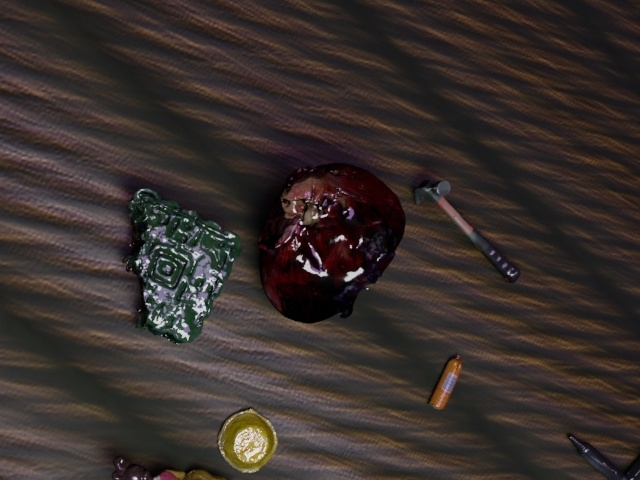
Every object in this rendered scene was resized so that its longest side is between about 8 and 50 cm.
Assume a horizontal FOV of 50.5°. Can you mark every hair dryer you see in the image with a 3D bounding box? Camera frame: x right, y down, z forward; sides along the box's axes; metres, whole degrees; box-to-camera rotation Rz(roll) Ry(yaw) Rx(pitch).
[{"bbox_3d":[0.581,0.439,1.362,0.173,0.050,0.195,-39,96,-21],"label":"hair dryer"}]

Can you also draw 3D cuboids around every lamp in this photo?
[{"bbox_3d":[-0.215,0.412,1.043,0.253,0.118,0.118,24,78,-18],"label":"lamp"}]

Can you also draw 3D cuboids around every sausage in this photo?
[{"bbox_3d":[0.235,0.262,1.256,0.031,0.031,0.107,33,76,-14],"label":"sausage"}]

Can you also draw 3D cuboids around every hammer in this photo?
[{"bbox_3d":[0.281,-0.014,1.266,0.287,0.111,0.033,42,77,-21],"label":"hammer"}]

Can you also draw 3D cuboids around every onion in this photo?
[{"bbox_3d":[0.005,0.005,1.104,0.221,0.281,0.281,36,72,21],"label":"onion"}]

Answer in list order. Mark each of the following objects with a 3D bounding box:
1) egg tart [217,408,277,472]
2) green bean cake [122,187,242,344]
[{"bbox_3d":[-0.118,0.334,1.120,0.105,0.039,0.105,1,86,-18],"label":"egg tart"},{"bbox_3d":[-0.242,0.045,1.063,0.193,0.107,0.208,28,79,-17],"label":"green bean cake"}]
